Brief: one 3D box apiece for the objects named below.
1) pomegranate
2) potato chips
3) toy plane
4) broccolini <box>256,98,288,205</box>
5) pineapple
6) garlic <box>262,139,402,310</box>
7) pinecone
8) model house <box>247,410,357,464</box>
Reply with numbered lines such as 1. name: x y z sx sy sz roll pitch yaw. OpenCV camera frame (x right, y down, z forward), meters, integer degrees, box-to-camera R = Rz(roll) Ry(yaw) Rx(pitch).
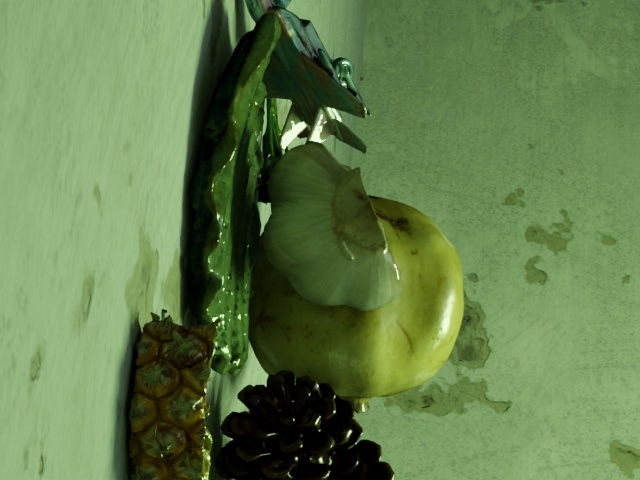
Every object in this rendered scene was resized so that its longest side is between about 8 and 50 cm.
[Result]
1. pomegranate: 0.044 0.088 1.903 0.332 0.333 0.332 4 90 -85
2. potato chips: -0.098 -0.058 1.604 0.358 0.070 0.429 91 5 -50
3. toy plane: -0.037 -0.256 1.750 0.104 0.223 0.326 -37 126 -30
4. broccolini: -0.062 -0.151 1.997 0.074 0.058 0.201 106 -10 -80
5. pineapple: -0.139 0.194 1.262 0.135 0.080 0.233 -75 167 -57
6. garlic: 0.000 0.000 1.661 0.229 0.143 0.178 53 -15 -2
7. pinecone: -0.025 0.298 1.760 0.246 0.246 0.292 -81 165 -47
8. model house: -0.031 0.348 2.047 0.234 0.175 0.193 -72 166 -83
